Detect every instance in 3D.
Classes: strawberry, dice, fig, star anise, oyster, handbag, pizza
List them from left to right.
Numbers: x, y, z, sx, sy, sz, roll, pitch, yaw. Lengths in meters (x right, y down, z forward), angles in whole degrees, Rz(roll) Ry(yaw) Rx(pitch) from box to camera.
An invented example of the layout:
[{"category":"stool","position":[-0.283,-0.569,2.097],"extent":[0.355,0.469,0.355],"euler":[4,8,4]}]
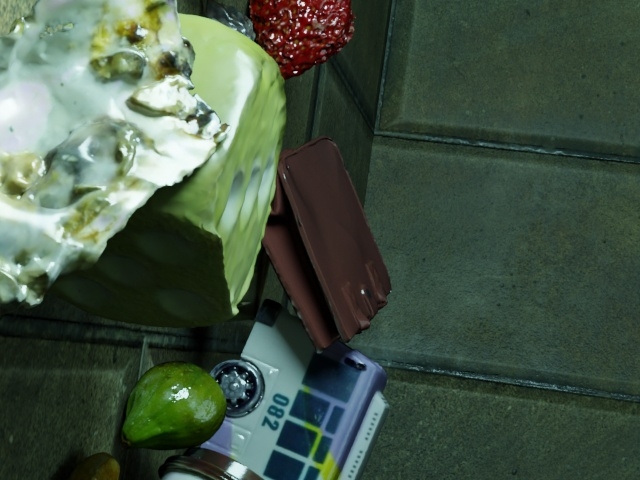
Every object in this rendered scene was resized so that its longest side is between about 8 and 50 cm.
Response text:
[{"category":"oyster","position":[-0.231,-0.077,1.054],"extent":[0.354,0.201,0.107],"euler":[-46,-173,-30]},{"category":"pizza","position":[-0.275,0.318,1.432],"extent":[0.175,0.046,0.134],"euler":[-54,149,-71]},{"category":"dice","position":[-0.166,-0.068,1.237],"extent":[0.233,0.227,0.238],"euler":[84,16,-55]},{"category":"fig","position":[-0.197,0.228,1.635],"extent":[0.156,0.123,0.123],"euler":[-51,149,-50]},{"category":"star anise","position":[-0.128,-0.226,1.780],"extent":[0.209,0.089,0.231],"euler":[-61,146,-47]},{"category":"strawberry","position":[-0.036,-0.343,2.009],"extent":[0.184,0.187,0.201],"euler":[33,77,-42]},{"category":"handbag","position":[0.001,-0.001,1.818],"extent":[0.275,0.084,0.260],"euler":[66,21,-6]}]

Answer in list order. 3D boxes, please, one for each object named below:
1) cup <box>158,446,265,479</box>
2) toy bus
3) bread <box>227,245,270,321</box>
[{"category":"cup","position":[-0.173,0.416,1.631],"extent":[0.279,0.196,0.196],"euler":[-56,158,-30]},{"category":"toy bus","position":[-0.068,0.331,1.874],"extent":[0.209,0.249,0.440],"euler":[64,49,-75]},{"category":"bread","position":[-0.129,0.008,1.892],"extent":[0.192,0.110,0.209],"euler":[94,8,-59]}]
